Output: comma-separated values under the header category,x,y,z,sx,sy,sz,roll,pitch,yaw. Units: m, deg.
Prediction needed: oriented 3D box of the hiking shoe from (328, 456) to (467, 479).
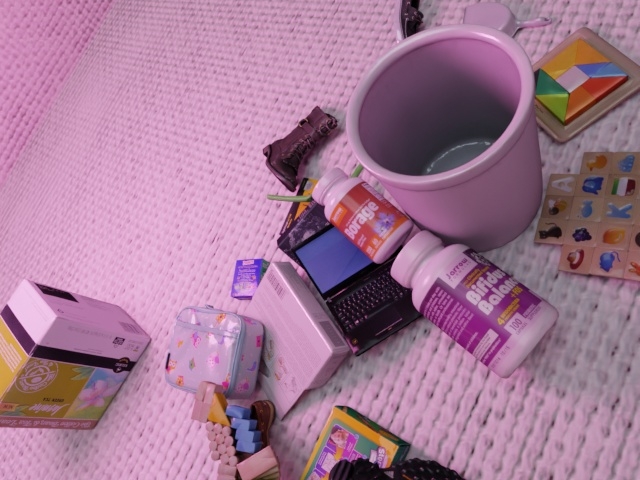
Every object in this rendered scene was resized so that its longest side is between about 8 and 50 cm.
category,x,y,z,sx,sy,sz,roll,pitch,yaw
hiking shoe,0.150,0.488,0.907,0.304,0.113,0.132,12,110,-7

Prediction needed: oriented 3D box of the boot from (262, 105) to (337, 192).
category,x,y,z,sx,sy,sz,roll,pitch,yaw
boot,-0.048,-0.274,1.380,0.229,0.091,0.263,-36,41,9

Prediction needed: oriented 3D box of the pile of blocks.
category,x,y,z,sx,sy,sz,roll,pitch,yaw
pile of blocks,-0.158,0.466,1.062,0.149,0.112,0.362,-29,67,4

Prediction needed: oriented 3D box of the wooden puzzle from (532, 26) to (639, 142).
category,x,y,z,sx,sy,sz,roll,pitch,yaw
wooden puzzle,0.580,-0.365,1.117,0.238,0.044,0.221,-35,56,11

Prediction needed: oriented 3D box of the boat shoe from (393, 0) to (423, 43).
category,x,y,z,sx,sy,sz,roll,pitch,yaw
boat shoe,0.259,-0.639,1.397,0.076,0.080,0.229,-8,58,28

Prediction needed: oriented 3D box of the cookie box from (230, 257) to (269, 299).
category,x,y,z,sx,sy,sz,roll,pitch,yaw
cookie box,-0.194,0.107,1.344,0.091,0.040,0.107,-4,68,28

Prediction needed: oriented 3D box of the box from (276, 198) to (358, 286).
category,x,y,z,sx,sy,sz,roll,pitch,yaw
box,0.000,0.000,1.204,0.158,0.156,0.093,-48,11,4

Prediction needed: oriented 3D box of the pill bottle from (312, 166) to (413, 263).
category,x,y,z,sx,sy,sz,roll,pitch,yaw
pill bottle,0.088,-0.060,1.075,0.216,0.121,0.121,42,93,15

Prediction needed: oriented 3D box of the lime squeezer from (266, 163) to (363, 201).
category,x,y,z,sx,sy,sz,roll,pitch,yaw
lime squeezer,0.016,-0.140,1.258,0.310,0.059,0.110,-24,75,0

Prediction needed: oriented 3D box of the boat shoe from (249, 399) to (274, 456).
category,x,y,z,sx,sy,sz,roll,pitch,yaw
boat shoe,-0.157,0.469,1.153,0.064,0.060,0.178,-3,72,35

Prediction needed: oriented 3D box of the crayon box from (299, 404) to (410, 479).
category,x,y,z,sx,sy,sz,roll,pitch,yaw
crayon box,0.050,0.511,1.012,0.165,0.081,0.278,22,81,34

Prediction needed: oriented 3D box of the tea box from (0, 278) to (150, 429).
category,x,y,z,sx,sy,sz,roll,pitch,yaw
tea box,-0.735,0.331,1.372,0.220,0.329,0.324,31,87,34

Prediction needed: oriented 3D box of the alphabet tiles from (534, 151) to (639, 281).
category,x,y,z,sx,sy,sz,roll,pitch,yaw
alphabet tiles,0.618,-0.054,0.956,0.342,0.011,0.285,8,68,36

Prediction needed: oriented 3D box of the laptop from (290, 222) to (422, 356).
category,x,y,z,sx,sy,sz,roll,pitch,yaw
laptop,0.102,0.078,1.110,0.234,0.136,0.264,-33,49,1

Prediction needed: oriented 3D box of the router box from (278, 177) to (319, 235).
category,x,y,z,sx,sy,sz,roll,pitch,yaw
router box,-0.019,-0.074,1.320,0.133,0.046,0.179,15,76,33

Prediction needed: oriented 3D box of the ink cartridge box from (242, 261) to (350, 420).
category,x,y,z,sx,sy,sz,roll,pitch,yaw
ink cartridge box,-0.086,0.244,1.213,0.296,0.066,0.261,53,124,34

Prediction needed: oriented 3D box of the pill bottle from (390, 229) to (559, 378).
category,x,y,z,sx,sy,sz,roll,pitch,yaw
pill bottle,0.293,0.113,0.971,0.301,0.169,0.169,39,91,25

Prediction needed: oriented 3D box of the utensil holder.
category,x,y,z,sx,sy,sz,roll,pitch,yaw
utensil holder,0.277,-0.179,0.997,0.327,0.385,0.328,-11,65,25

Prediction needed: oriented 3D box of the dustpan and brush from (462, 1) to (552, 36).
category,x,y,z,sx,sy,sz,roll,pitch,yaw
dustpan and brush,0.478,-0.558,1.256,0.211,0.060,0.147,0,71,36

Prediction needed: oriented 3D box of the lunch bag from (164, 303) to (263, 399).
category,x,y,z,sx,sy,sz,roll,pitch,yaw
lunch bag,-0.281,0.280,1.255,0.279,0.108,0.224,1,78,37
